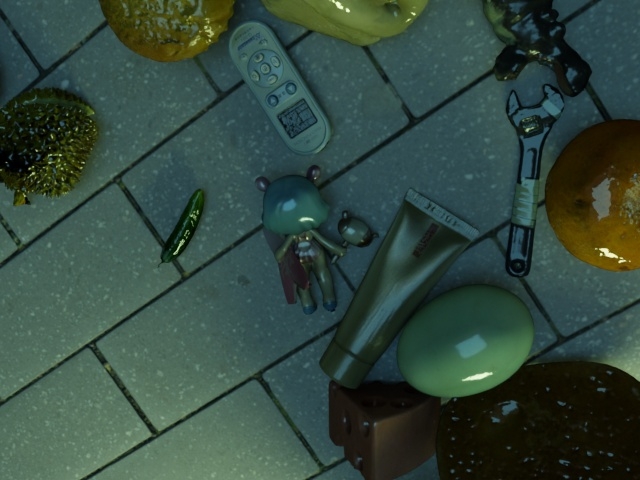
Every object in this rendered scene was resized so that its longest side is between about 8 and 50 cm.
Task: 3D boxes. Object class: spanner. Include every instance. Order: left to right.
[{"bbox_3d":[0.328,-0.092,1.143,0.087,0.024,0.315,7,105,12],"label":"spanner"}]

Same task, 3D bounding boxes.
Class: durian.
[{"bbox_3d":[-0.508,-0.155,1.237,0.194,0.138,0.237,28,107,4],"label":"durian"}]

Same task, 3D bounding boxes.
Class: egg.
[{"bbox_3d":[0.230,0.163,1.141,0.231,0.168,0.168,-31,95,19],"label":"egg"}]

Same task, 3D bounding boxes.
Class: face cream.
[{"bbox_3d":[0.117,0.091,1.201,0.137,0.084,0.341,34,100,13],"label":"face cream"}]

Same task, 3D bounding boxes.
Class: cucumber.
[{"bbox_3d":[-0.243,-0.018,1.265,0.039,0.039,0.167,31,104,4],"label":"cucumber"}]

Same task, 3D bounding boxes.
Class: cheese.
[{"bbox_3d":[0.129,0.319,1.232,0.177,0.203,0.128,-4,99,-19],"label":"cheese"}]

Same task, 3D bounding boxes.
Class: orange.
[{"bbox_3d":[0.440,-0.068,1.049,0.224,0.170,0.223,-2,99,-10],"label":"orange"}]

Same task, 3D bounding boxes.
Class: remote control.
[{"bbox_3d":[-0.066,-0.251,1.174,0.087,0.047,0.244,-31,94,13],"label":"remote control"}]

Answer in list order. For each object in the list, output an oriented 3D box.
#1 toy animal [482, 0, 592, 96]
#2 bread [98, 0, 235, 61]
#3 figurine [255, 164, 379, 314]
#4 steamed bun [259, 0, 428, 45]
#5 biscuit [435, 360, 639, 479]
[{"bbox_3d":[0.287,-0.368,1.047,0.169,0.106,0.343,-11,102,16],"label":"toy animal"},{"bbox_3d":[-0.240,-0.402,1.126,0.240,0.139,0.239,3,103,11],"label":"bread"},{"bbox_3d":[-0.008,0.006,1.190,0.206,0.103,0.260,-7,111,15],"label":"figurine"},{"bbox_3d":[0.015,-0.471,1.019,0.325,0.230,0.372,2,105,14],"label":"steamed bun"},{"bbox_3d":[0.372,0.350,1.128,0.368,0.063,0.314,-9,64,8],"label":"biscuit"}]
